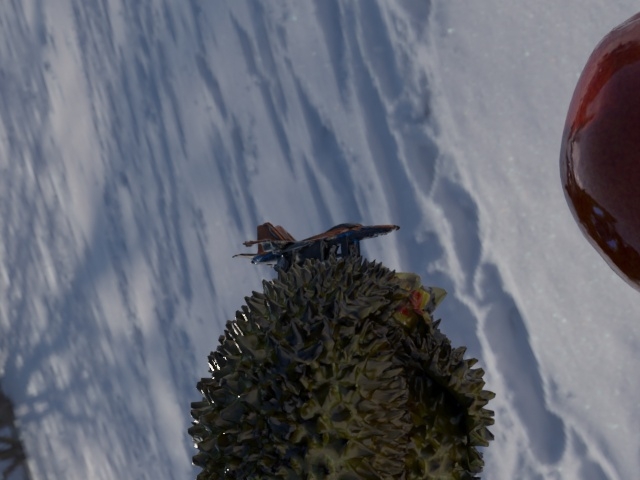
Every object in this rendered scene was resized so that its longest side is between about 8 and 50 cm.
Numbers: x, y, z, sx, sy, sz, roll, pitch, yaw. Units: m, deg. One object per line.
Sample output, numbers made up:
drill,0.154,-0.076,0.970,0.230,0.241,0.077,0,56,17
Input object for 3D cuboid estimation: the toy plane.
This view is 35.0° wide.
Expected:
toy plane,0.000,0.012,1.090,0.188,0.135,0.062,0,80,33

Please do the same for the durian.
durian,0.009,0.148,0.848,0.258,0.258,0.293,156,117,-70

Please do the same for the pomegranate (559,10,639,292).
pomegranate,0.273,-0.040,0.645,0.257,0.220,0.221,59,159,7
